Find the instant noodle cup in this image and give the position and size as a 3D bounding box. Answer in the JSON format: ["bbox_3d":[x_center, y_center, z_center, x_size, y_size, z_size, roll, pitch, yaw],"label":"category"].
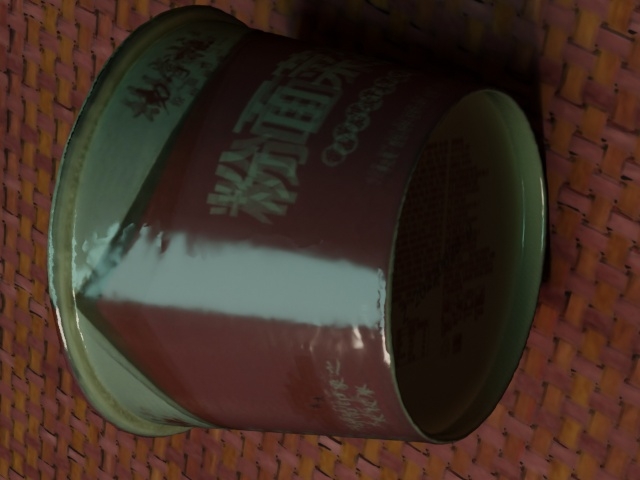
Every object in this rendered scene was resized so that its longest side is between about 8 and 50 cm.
[{"bbox_3d":[0.000,0.000,0.920,0.178,0.235,0.235,8,117,30],"label":"instant noodle cup"}]
